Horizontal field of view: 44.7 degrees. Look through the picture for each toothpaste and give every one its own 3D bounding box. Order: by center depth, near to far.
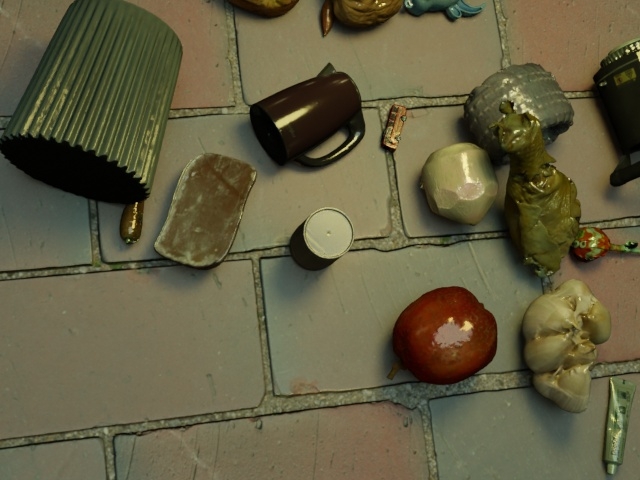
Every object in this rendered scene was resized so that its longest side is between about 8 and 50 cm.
[{"bbox_3d":[0.671,0.420,1.760,0.064,0.041,0.218,16,72,-2],"label":"toothpaste"}]

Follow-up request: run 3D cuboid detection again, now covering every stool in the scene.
[{"bbox_3d":[-0.438,-0.279,1.560,0.297,0.297,0.330,16,71,-8],"label":"stool"}]

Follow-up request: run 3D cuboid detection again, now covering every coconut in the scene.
[{"bbox_3d":[0.311,-0.118,1.736,0.171,0.171,0.182,-7,78,-13],"label":"coconut"}]

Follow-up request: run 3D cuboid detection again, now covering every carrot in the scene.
[{"bbox_3d":[-0.392,-0.113,1.654,0.049,0.049,0.254,6,74,-10],"label":"carrot"}]

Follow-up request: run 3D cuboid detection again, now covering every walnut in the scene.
[{"bbox_3d":[0.113,-0.574,1.795,0.184,0.155,0.155,-22,84,-24],"label":"walnut"}]

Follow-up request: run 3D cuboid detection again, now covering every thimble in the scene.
[{"bbox_3d":[0.451,-0.292,1.773,0.236,0.205,0.172,-22,78,-18],"label":"thimble"}]

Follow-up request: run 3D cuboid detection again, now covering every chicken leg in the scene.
[{"bbox_3d":[0.457,-0.118,1.682,0.201,0.153,0.429,-40,131,-11],"label":"chicken leg"}]

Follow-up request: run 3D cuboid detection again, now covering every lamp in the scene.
[{"bbox_3d":[0.770,-0.341,1.845,0.374,0.205,0.272,-37,92,-32],"label":"lamp"}]

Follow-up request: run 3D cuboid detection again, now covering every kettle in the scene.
[{"bbox_3d":[-0.011,-0.263,1.716,0.232,0.144,0.202,-31,105,-18],"label":"kettle"}]

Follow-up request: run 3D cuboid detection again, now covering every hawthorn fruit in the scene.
[{"bbox_3d":[0.245,0.216,1.638,0.253,0.205,0.205,-35,87,-11],"label":"hawthorn fruit"}]

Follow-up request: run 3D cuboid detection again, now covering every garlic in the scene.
[{"bbox_3d":[0.525,0.216,1.691,0.185,0.203,0.281,19,79,12],"label":"garlic"}]

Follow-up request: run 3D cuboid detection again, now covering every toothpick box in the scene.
[{"bbox_3d":[0.000,0.000,1.637,0.111,0.181,0.111,2,80,-11],"label":"toothpick box"}]

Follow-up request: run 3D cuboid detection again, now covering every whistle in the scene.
[{"bbox_3d":[0.310,-0.616,1.880,0.269,0.093,0.180,-28,91,-21],"label":"whistle"}]

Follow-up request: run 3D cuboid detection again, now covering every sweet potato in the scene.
[{"bbox_3d":[0.016,-0.524,1.825,0.034,0.034,0.095,6,88,-10],"label":"sweet potato"}]

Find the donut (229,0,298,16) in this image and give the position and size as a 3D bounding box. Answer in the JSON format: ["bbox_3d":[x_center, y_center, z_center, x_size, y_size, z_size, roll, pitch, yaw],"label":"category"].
[{"bbox_3d":[-0.131,-0.621,1.773,0.227,0.114,0.226,2,78,-10],"label":"donut"}]

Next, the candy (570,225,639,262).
[{"bbox_3d":[0.721,0.023,1.842,0.288,0.078,0.084,8,74,-18],"label":"candy"}]

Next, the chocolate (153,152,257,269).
[{"bbox_3d":[-0.238,-0.054,1.653,0.157,0.080,0.253,17,74,8],"label":"chocolate"}]

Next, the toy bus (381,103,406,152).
[{"bbox_3d":[0.170,-0.260,1.802,0.043,0.031,0.110,18,74,-5],"label":"toy bus"}]
